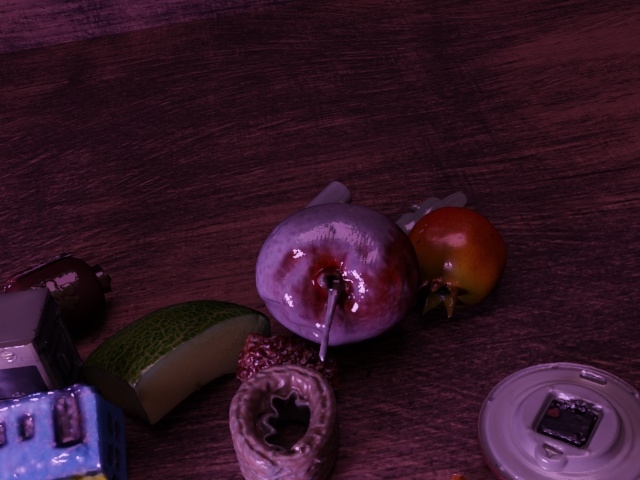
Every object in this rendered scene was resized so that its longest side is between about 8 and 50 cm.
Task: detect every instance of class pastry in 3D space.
[{"bbox_3d":[-0.062,0.251,1.622,0.209,0.115,0.097,8,27,-1],"label":"pastry"}]

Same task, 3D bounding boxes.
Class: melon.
[{"bbox_3d":[-0.277,0.223,1.666,0.343,0.226,0.331,-40,4,-32],"label":"melon"}]

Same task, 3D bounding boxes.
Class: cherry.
[{"bbox_3d":[0.023,0.070,1.660,0.327,0.291,0.335,-1,1,-23],"label":"cherry"}]

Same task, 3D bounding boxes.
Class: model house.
[{"bbox_3d":[-0.459,0.427,1.421,0.237,0.215,0.303,-12,69,-4],"label":"model house"}]

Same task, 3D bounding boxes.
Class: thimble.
[{"bbox_3d":[-0.060,0.347,1.482,0.196,0.148,0.229,-14,40,-9],"label":"thimble"}]

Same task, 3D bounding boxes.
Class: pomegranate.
[{"bbox_3d":[0.278,0.048,1.743,0.221,0.220,0.256,6,48,19],"label":"pomegranate"}]

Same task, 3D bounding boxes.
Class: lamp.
[{"bbox_3d":[-0.591,0.128,1.838,0.258,0.180,0.180,-28,42,-22],"label":"lamp"}]

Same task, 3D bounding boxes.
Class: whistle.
[{"bbox_3d":[0.253,-0.044,1.944,0.253,0.101,0.106,-34,41,-25],"label":"whistle"}]

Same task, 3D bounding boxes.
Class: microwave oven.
[{"bbox_3d":[-0.576,0.236,1.646,0.145,0.240,0.193,-7,38,4],"label":"microwave oven"}]

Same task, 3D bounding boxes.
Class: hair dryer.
[{"bbox_3d":[0.082,-0.053,2.036,0.237,0.073,0.131,26,51,25],"label":"hair dryer"}]

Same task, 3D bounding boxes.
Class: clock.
[{"bbox_3d":[0.435,0.334,1.446,0.319,0.080,0.318,-5,38,4],"label":"clock"}]

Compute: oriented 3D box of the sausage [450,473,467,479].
[{"bbox_3d":[0.222,0.447,1.386,0.031,0.031,0.107,8,42,20],"label":"sausage"}]
